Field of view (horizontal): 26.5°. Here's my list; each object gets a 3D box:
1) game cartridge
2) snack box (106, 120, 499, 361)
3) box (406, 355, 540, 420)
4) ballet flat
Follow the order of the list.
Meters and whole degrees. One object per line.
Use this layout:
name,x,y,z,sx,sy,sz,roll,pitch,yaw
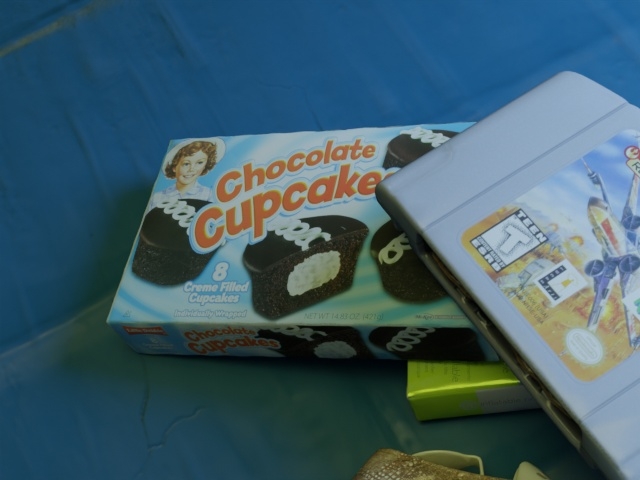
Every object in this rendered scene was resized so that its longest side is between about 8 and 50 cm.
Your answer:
game cartridge,0.198,0.017,0.937,0.198,0.062,0.297,-34,61,-8
snack box,0.000,0.000,1.089,0.322,0.060,0.187,-2,56,26
box,0.156,0.073,1.036,0.178,0.042,0.109,-7,52,14
ballet flat,0.121,0.183,0.967,0.206,0.073,0.067,10,46,16
